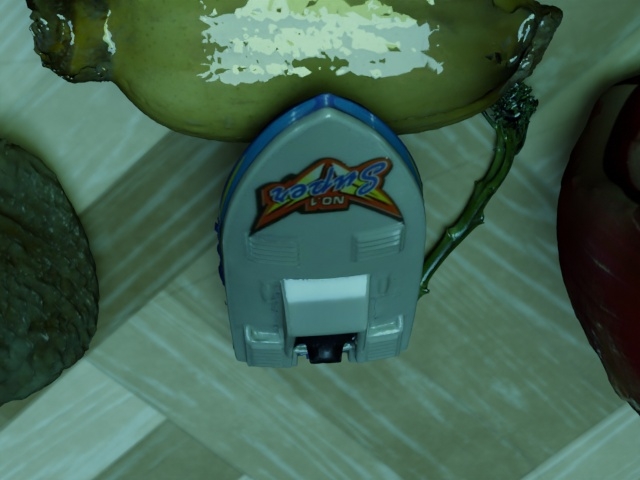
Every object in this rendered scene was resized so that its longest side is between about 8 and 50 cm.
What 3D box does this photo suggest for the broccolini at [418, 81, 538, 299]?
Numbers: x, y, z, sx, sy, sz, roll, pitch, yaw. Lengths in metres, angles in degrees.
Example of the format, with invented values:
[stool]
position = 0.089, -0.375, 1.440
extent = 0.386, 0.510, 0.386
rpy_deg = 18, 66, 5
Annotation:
[broccolini]
position = 0.106, -0.031, 0.884
extent = 0.052, 0.054, 0.194
rpy_deg = -1, 126, -27

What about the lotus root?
[lotus root]
position = -0.014, -0.129, 0.758
extent = 0.303, 0.131, 0.146
rpy_deg = 0, 107, -5

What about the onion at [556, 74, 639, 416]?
[onion]
position = 0.323, 0.016, 0.767
extent = 0.341, 0.341, 0.341
rpy_deg = -2, 122, -4

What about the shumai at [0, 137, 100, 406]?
[shumai]
position = -0.252, 0.022, 0.840
extent = 0.153, 0.161, 0.209
rpy_deg = -9, 148, 26

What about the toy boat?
[toy boat]
position = 0.000, 0.000, 0.789
extent = 0.129, 0.088, 0.295
rpy_deg = -4, 151, -3
